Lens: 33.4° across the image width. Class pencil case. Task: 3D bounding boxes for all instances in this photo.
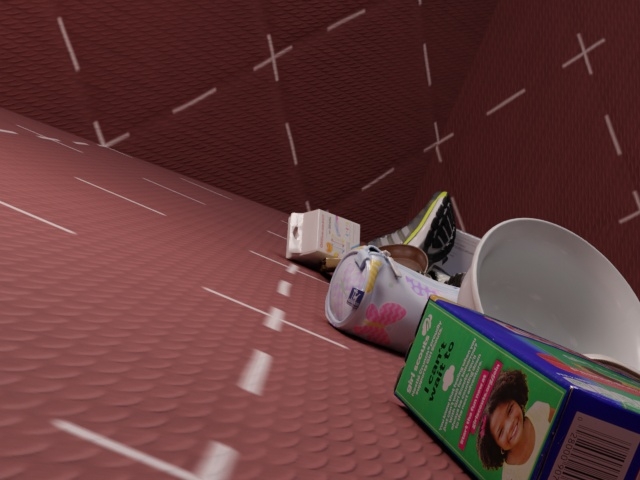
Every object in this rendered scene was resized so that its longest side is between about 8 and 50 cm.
[{"bbox_3d":[0.141,0.101,1.480,0.273,0.124,0.113,22,3,-24],"label":"pencil case"}]

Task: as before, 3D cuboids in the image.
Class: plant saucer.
[{"bbox_3d":[0.106,0.066,1.814,0.168,0.168,0.029,27,-34,54],"label":"plant saucer"}]

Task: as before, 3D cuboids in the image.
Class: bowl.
[{"bbox_3d":[0.283,0.128,1.387,0.298,0.297,0.134,22,-40,-21],"label":"bowl"}]

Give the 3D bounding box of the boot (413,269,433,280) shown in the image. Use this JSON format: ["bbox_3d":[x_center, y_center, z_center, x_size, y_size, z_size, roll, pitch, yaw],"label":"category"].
[{"bbox_3d":[0.165,0.121,1.707,0.190,0.076,0.208,-4,-25,43],"label":"boot"}]

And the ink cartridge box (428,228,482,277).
[{"bbox_3d":[0.276,0.083,2.102,0.140,0.190,0.082,22,4,-4],"label":"ink cartridge box"}]

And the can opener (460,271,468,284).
[{"bbox_3d":[0.307,0.139,1.635,0.095,0.076,0.283,45,-6,48],"label":"can opener"}]

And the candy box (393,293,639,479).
[{"bbox_3d":[0.243,0.176,0.960,0.268,0.122,0.317,22,2,-17],"label":"candy box"}]

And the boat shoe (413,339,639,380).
[{"bbox_3d":[0.259,0.176,1.182,0.324,0.116,0.097,18,9,-12],"label":"boat shoe"}]

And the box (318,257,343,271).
[{"bbox_3d":[0.102,0.051,2.086,0.201,0.021,0.164,1,-5,-5],"label":"box"}]

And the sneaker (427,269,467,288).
[{"bbox_3d":[0.279,0.130,1.907,0.147,0.129,0.330,20,4,-12],"label":"sneaker"}]

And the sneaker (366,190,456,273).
[{"bbox_3d":[0.152,0.010,1.959,0.121,0.300,0.111,12,-44,34],"label":"sneaker"}]

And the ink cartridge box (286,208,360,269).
[{"bbox_3d":[0.000,0.000,2.168,0.090,0.092,0.143,-14,-24,42],"label":"ink cartridge box"}]
